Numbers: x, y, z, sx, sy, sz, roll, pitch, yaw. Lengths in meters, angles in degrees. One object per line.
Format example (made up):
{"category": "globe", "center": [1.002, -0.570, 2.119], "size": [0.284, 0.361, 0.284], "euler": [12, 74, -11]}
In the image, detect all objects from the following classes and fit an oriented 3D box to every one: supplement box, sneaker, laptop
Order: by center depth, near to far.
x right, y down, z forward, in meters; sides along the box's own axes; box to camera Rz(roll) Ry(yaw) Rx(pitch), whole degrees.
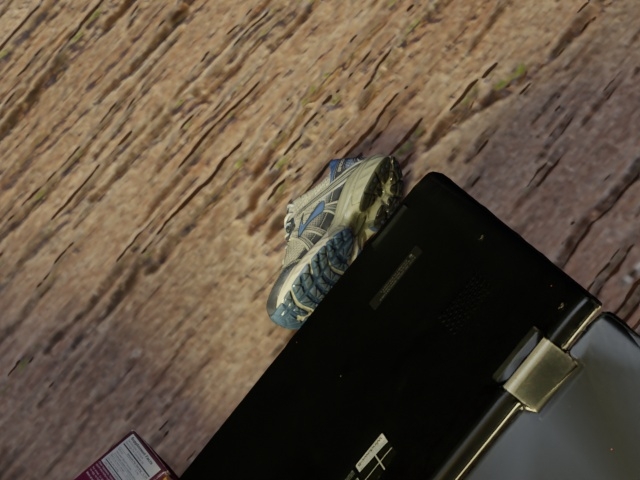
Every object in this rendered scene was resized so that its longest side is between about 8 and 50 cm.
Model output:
{"category": "laptop", "center": [0.072, 0.221, 0.856], "size": [0.382, 0.236, 0.408], "euler": [-51, 19, 4]}
{"category": "supplement box", "center": [-0.124, 0.164, 1.034], "size": [0.083, 0.055, 0.043], "euler": [-40, 53, -7]}
{"category": "sneaker", "center": [0.000, 0.000, 1.098], "size": [0.058, 0.052, 0.135], "euler": [13, 57, 38]}
